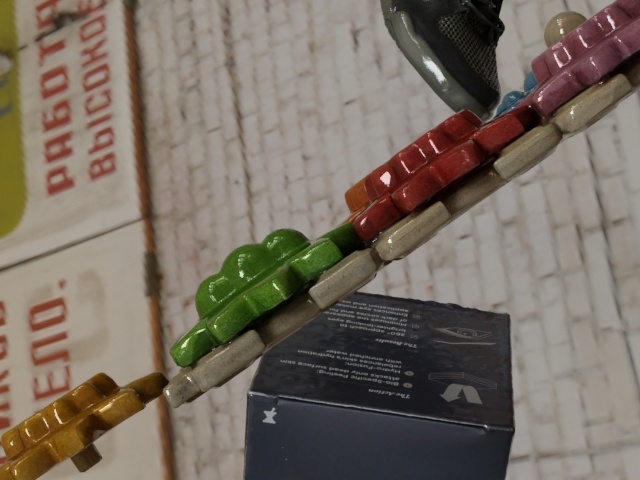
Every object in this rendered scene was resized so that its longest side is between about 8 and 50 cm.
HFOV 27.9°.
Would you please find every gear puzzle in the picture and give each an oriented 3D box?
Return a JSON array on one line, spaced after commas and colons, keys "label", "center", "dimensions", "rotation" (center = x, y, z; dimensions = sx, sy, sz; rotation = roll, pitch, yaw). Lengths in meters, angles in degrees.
[{"label": "gear puzzle", "center": [0.000, 0.000, 0.528], "dimensions": [0.044, 0.339, 0.175], "rotation": [55, 176, 0]}]

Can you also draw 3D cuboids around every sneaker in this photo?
[{"label": "sneaker", "center": [0.112, -0.193, 0.950], "dimensions": [0.087, 0.130, 0.228], "rotation": [35, -148, -37]}]

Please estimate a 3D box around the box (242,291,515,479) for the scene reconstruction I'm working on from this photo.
[{"label": "box", "center": [0.039, 0.107, 0.818], "dimensions": [0.158, 0.155, 0.093], "rotation": [-72, -11, -67]}]
